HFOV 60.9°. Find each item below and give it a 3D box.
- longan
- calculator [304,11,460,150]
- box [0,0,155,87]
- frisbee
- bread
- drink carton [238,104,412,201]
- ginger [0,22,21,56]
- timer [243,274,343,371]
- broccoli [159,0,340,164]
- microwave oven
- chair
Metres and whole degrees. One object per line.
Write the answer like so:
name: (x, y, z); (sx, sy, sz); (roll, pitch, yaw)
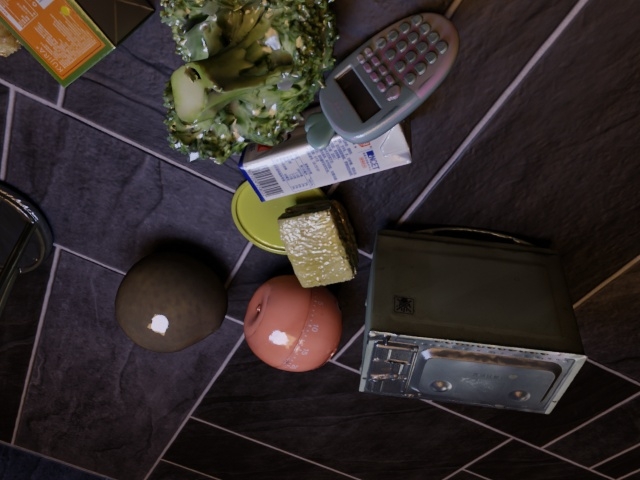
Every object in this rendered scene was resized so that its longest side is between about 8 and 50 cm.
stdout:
longan: (-0.353, 0.148, 1.301); (0.258, 0.258, 0.258); (5, 131, 6)
calculator: (0.095, -0.259, 0.906); (0.299, 0.185, 0.041); (-38, 141, 15)
box: (-0.414, -0.391, 0.890); (0.148, 0.177, 0.195); (-24, 123, 26)
frisbee: (-0.085, -0.059, 1.228); (0.236, 0.017, 0.236); (5, 132, 6)
bread: (0.000, 0.000, 1.184); (0.138, 0.102, 0.196); (-12, 124, 16)
drink carton: (0.011, -0.183, 1.025); (0.315, 0.130, 0.106); (-13, 135, 21)
ginger: (-0.627, -0.403, 0.967); (0.216, 0.102, 0.157); (-4, 157, 6)
timer: (-0.063, 0.197, 1.308); (0.215, 0.229, 0.229); (24, 131, -24)
broccoli: (-0.156, -0.291, 0.880); (0.375, 0.302, 0.249); (-40, 74, 33)
microwave oven: (0.293, 0.169, 1.161); (0.395, 0.333, 0.247); (7, 136, 4)
chair: (-0.844, 0.087, 1.222); (0.362, 0.410, 0.364); (28, 130, -14)
